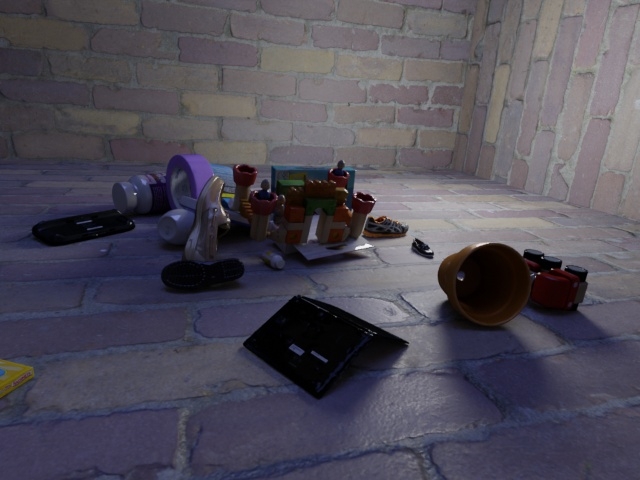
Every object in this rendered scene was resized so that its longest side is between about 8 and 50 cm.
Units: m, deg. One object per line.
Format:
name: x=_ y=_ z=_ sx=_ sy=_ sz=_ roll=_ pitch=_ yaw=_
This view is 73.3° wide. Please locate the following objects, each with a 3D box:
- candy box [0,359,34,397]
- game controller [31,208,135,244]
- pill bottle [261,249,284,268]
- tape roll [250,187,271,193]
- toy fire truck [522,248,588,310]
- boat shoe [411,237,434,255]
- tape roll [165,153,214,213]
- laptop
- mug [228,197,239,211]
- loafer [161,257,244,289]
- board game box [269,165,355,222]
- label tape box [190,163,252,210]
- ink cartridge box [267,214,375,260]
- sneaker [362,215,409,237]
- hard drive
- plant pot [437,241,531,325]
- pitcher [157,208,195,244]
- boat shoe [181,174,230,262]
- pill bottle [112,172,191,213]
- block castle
candy box: x=-0.626 y=0.235 z=0.747 sx=0.206 sy=0.027 sz=0.105 roll=8 pitch=15 yaw=12
game controller: x=-0.843 y=-0.047 z=1.551 sx=0.166 sy=0.067 sz=0.319 roll=30 pitch=29 yaw=26
pill bottle: x=-0.148 y=0.061 z=1.358 sx=0.043 sy=0.043 sz=0.083 roll=-10 pitch=23 yaw=-36
tape roll: x=-0.302 y=-0.202 z=2.098 sx=0.219 sy=0.072 sz=0.219 roll=4 pitch=17 yaw=-1
toy fire truck: x=0.582 y=0.094 z=1.207 sx=0.246 sy=0.158 sz=0.217 roll=-2 pitch=19 yaw=-24
boat shoe: x=0.378 y=0.025 z=1.587 sx=0.046 sy=0.038 sz=0.125 roll=-2 pitch=19 yaw=-17
tape roll: x=-0.527 y=-0.210 z=1.742 sx=0.090 sy=0.274 sz=0.275 roll=-13 pitch=25 yaw=-41
laptop: x=0.016 y=0.224 z=0.939 sx=0.234 sy=0.136 sz=0.264 roll=19 pitch=49 yaw=41
mug: x=-0.316 y=-0.139 z=1.657 sx=0.078 sy=0.062 sz=0.064 roll=10 pitch=4 yaw=42
loafer: x=-0.322 y=0.098 z=1.188 sx=0.220 sy=0.080 sz=0.078 roll=-2 pitch=-14 yaw=-15
board game box: x=-0.034 y=-0.172 z=1.761 sx=0.336 sy=0.253 sz=0.079 roll=-3 pitch=20 yaw=-19
label tape box: x=-0.415 y=-0.201 z=1.890 sx=0.333 sy=0.106 sz=0.241 roll=47 pitch=25 yaw=25
ink cartridge box: x=0.000 y=0.000 z=1.543 sx=0.296 sy=0.066 sz=0.261 roll=-9 pitch=37 yaw=-35
sneaker: x=0.275 y=-0.061 z=1.761 sx=0.215 sy=0.083 sz=0.084 roll=-5 pitch=18 yaw=-28
hard drive: x=-0.338 y=-0.093 z=1.623 sx=0.210 sy=0.040 sz=0.319 roll=19 pitch=2 yaw=40
plant pot: x=0.405 y=0.103 z=1.133 sx=0.205 sy=0.205 sz=0.188 roll=1 pitch=3 yaw=-9
pitcher: x=-0.446 y=-0.044 z=1.508 sx=0.178 sy=0.125 sz=0.207 roll=11 pitch=8 yaw=20
boat shoe: x=-0.337 y=-0.050 z=1.347 sx=0.110 sy=0.121 sz=0.341 roll=11 pitch=62 yaw=-5
pill bottle: x=-0.725 y=-0.205 z=1.863 sx=0.169 sy=0.169 sz=0.301 roll=17 pitch=22 yaw=35
block castle: x=-0.061 y=-0.158 z=1.509 sx=0.453 sy=0.212 sz=0.303 roll=-2 pitch=33 yaw=-26
